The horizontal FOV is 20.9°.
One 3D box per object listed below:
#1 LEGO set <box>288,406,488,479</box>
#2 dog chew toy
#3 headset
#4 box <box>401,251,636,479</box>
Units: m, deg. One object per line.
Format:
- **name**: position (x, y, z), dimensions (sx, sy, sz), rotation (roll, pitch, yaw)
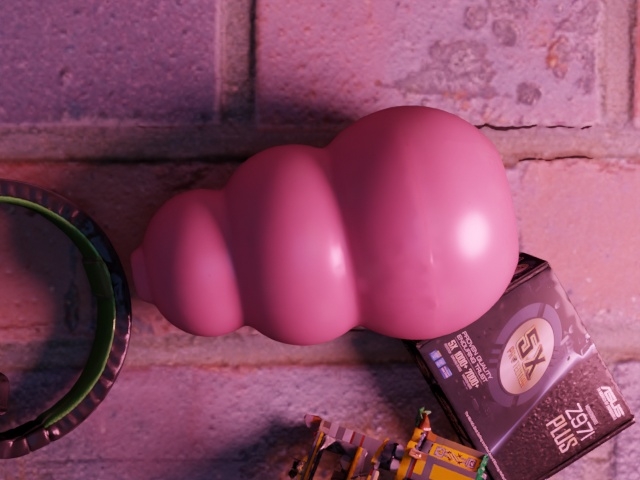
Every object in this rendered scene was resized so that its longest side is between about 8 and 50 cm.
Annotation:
- **LEGO set**: position (0.013, 0.287, 1.517), dimensions (0.192, 0.255, 0.331), rotation (19, 92, 11)
- **dog chew toy**: position (0.000, 0.000, 1.522), dimensions (0.331, 0.206, 0.207), rotation (-11, 98, -1)
- **headset**: position (-0.344, 0.092, 1.465), dimensions (0.394, 0.185, 0.243), rotation (-21, 100, -19)
- **box**: position (0.183, 0.127, 1.624), dimensions (0.147, 0.077, 0.180), rotation (-31, 101, -7)
